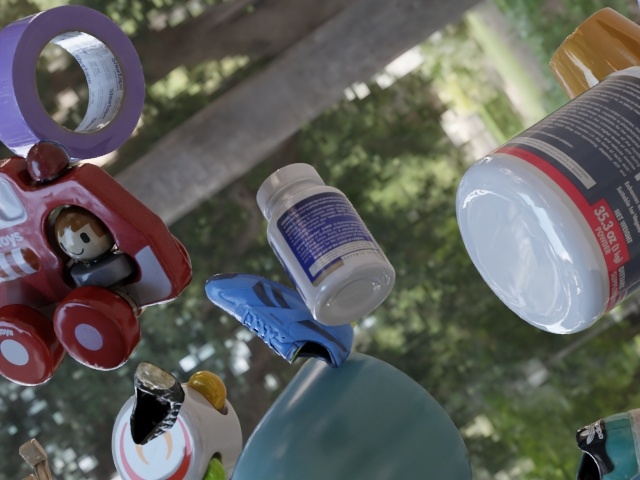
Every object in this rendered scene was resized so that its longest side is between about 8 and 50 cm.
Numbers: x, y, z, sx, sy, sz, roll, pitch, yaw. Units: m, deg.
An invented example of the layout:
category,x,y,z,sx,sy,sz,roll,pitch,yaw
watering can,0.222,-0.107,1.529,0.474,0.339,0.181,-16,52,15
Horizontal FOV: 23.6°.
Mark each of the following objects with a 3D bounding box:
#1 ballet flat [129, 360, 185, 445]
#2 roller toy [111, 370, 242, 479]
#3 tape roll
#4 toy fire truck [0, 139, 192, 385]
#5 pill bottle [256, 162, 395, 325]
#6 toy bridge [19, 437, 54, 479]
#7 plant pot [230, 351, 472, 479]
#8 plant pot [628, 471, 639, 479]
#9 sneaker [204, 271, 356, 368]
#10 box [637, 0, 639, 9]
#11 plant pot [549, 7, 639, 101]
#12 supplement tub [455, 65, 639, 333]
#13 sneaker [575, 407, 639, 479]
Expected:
category,x,y,z,sx,sy,sz,roll,pitch,yaw
ballet flat,-0.181,0.180,1.675,0.057,0.049,0.173,30,152,11
roller toy,-0.233,0.329,2.527,0.146,0.191,0.209,-1,-102,-60
tape roll,-0.314,-0.189,1.876,0.080,0.189,0.189,-5,131,48
toy fire truck,-0.309,0.012,1.784,0.254,0.302,0.169,60,-142,-21
pill bottle,0.000,0.000,1.842,0.187,0.112,0.112,58,-173,32
toy bridge,-0.345,0.317,1.892,0.063,0.026,0.188,55,-176,-25
plant pot,0.017,0.331,2.019,0.293,0.293,0.235,55,-131,-9
plant pot,0.372,0.275,1.379,0.195,0.290,0.290,53,-174,12
sneaker,-0.058,0.106,2.004,0.209,0.082,0.069,20,148,2
box,0.520,-0.417,2.225,0.038,0.145,0.186,169,87,-80
plant pot,0.454,-0.242,2.317,0.188,0.205,0.205,47,-175,13
supplement tub,0.286,-0.051,1.495,0.191,0.272,0.191,45,154,28
sneaker,0.443,0.363,2.292,0.108,0.121,0.302,-92,-11,-49
